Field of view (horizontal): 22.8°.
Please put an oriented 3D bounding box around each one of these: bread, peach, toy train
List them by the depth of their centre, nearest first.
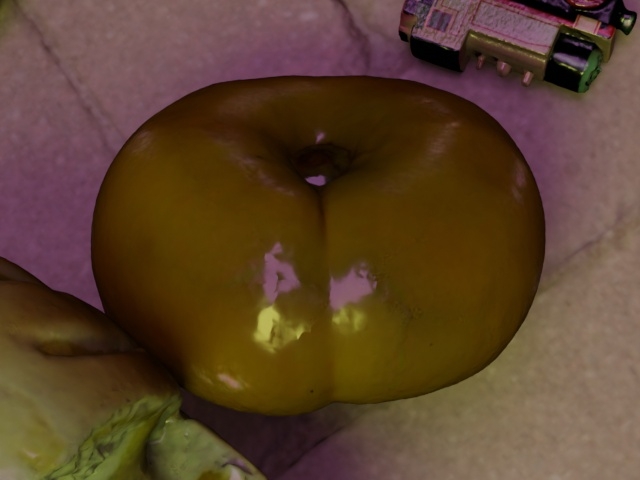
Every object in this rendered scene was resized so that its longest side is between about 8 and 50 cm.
[{"bbox_3d":[-0.129,0.135,0.792,0.333,0.333,0.160,36,66,17],"label":"bread"},{"bbox_3d":[0.000,0.000,0.857,0.251,0.153,0.251,-2,35,2],"label":"peach"},{"bbox_3d":[0.120,-0.137,0.972,0.138,0.050,0.087,20,80,12],"label":"toy train"}]
